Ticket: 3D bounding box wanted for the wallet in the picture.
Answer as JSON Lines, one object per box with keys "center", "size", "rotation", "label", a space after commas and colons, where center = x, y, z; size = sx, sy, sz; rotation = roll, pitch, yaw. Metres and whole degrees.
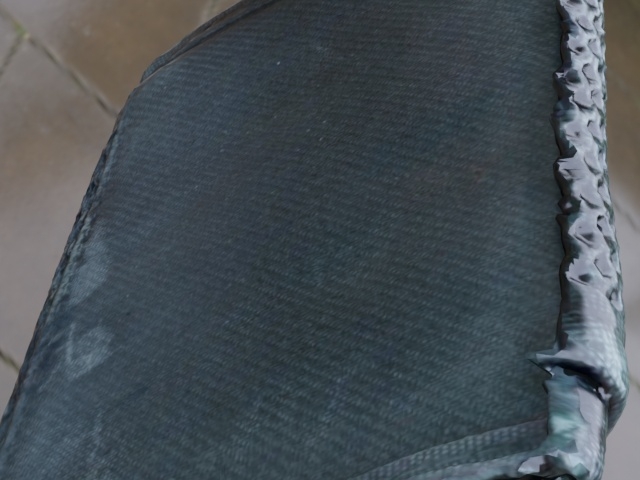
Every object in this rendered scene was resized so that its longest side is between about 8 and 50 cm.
{"center": [0.000, 0.000, 0.549], "size": [0.075, 0.237, 0.342], "rotation": [50, 29, -27], "label": "wallet"}
